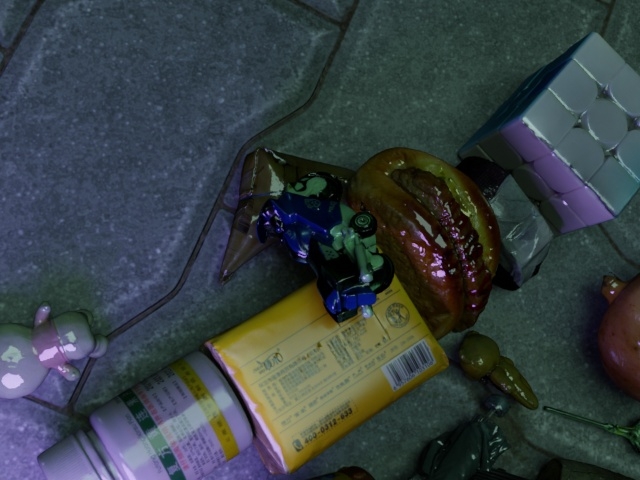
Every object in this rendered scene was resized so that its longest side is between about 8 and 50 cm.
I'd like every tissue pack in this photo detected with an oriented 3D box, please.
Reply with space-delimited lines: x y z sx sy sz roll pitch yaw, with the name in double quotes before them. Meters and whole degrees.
"tissue pack" 0.003 0.229 1.710 0.382 0.228 0.293 -30 87 -21

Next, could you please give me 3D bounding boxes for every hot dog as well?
"hot dog" 0.229 0.005 1.777 0.185 0.223 0.405 -38 110 -41

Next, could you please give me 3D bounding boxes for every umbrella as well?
"umbrella" 0.273 0.453 1.804 0.143 0.094 0.349 31 62 23

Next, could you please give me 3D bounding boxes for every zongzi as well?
"zongzi" -0.054 -0.027 1.796 0.260 0.123 0.289 13 77 -18

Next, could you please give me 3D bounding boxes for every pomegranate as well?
"pomegranate" 0.740 0.185 1.917 0.338 0.338 0.338 3 79 -17

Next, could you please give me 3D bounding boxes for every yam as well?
"yam" 0.569 0.546 1.874 0.254 0.154 0.154 20 75 -7

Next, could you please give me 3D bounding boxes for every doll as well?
"doll" 0.369 0.286 1.887 0.209 0.137 0.097 44 114 -2
"doll" -0.524 0.199 1.613 0.275 0.113 0.155 -18 89 -20

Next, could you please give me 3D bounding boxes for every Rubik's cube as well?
"Rubik's cube" 0.535 -0.213 1.923 0.291 0.292 0.290 45 71 -4

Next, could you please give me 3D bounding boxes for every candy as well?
"candy" 0.635 0.404 1.965 0.305 0.083 0.091 18 77 -5

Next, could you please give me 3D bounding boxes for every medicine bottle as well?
"medicine bottle" -0.311 0.367 1.598 0.340 0.208 0.208 -30 90 -20

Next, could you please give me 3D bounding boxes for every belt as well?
"belt" 0.375 -0.044 1.903 0.164 0.184 0.289 -42 99 -24

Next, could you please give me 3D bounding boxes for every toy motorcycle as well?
"toy motorcycle" 0.000 0.000 1.633 0.196 0.125 0.331 -21 51 -12

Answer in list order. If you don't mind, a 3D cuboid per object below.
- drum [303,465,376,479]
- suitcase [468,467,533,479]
"drum" 0.019 0.616 1.543 0.214 0.431 0.431 -11 83 -18
"suitcase" 0.369 0.561 1.722 0.202 0.312 0.128 -46 107 -20
